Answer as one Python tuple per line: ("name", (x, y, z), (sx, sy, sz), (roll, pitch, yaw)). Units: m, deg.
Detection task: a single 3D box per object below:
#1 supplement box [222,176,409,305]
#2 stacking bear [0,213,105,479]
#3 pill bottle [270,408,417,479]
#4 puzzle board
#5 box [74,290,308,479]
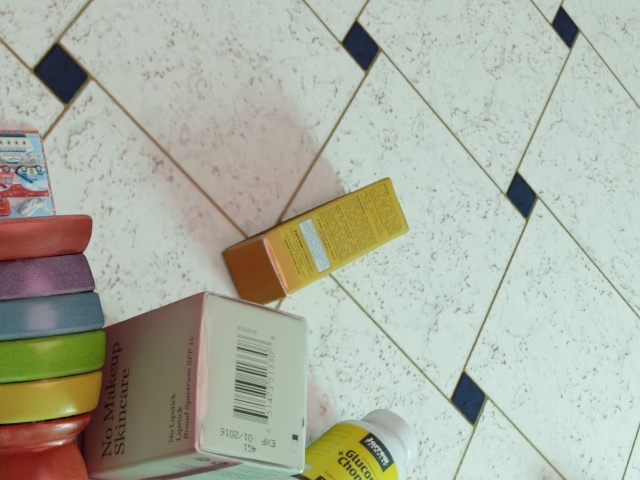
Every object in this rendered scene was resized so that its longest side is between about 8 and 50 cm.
("supplement box", (0.000, 0.000, 1.583), (0.233, 0.078, 0.080), (-29, 96, -45))
("stacking bear", (-0.271, 0.126, 1.225), (0.175, 0.164, 0.289), (-21, 106, -89))
("pill bottle", (0.025, 0.259, 1.498), (0.184, 0.103, 0.103), (-34, 100, -44))
("puzzle board", (-0.319, -0.063, 1.347), (0.128, 0.011, 0.096), (-3, 78, -45))
("box", (-0.133, 0.152, 1.292), (0.127, 0.232, 0.148), (18, 64, -38))
